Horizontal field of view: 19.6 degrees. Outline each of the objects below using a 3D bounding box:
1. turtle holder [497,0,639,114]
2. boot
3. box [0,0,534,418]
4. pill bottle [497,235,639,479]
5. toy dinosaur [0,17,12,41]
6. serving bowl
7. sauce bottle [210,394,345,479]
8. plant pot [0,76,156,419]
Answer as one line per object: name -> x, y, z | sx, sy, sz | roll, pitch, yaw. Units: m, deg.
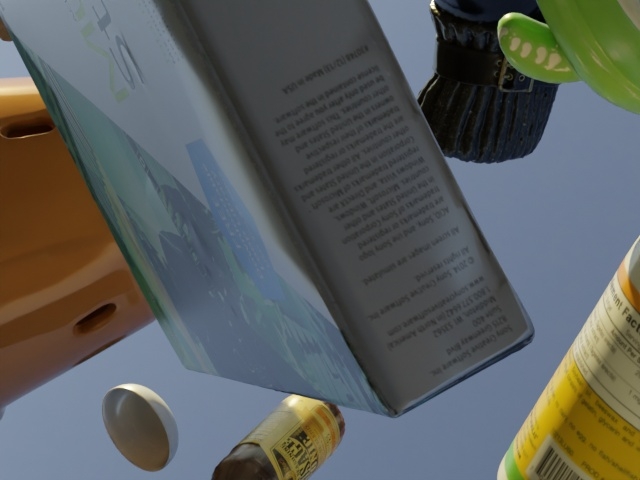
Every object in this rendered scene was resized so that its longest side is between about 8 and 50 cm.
turtle holder -> 0.239, -0.179, 1.091 | 0.227, 0.243, 0.320 | -9, -103, 43
boot -> 0.126, -0.211, 1.804 | 0.260, 0.348, 0.131 | -62, -144, 28
box -> -0.051, -0.059, 0.656 | 0.232, 0.058, 0.322 | 63, -12, -5
pill bottle -> 0.215, 0.075, 1.059 | 0.136, 0.136, 0.245 | 50, -59, 41
toy dinosaur -> -0.197, -0.249, 1.266 | 0.295, 0.200, 0.127 | -48, -136, -11
serving bowl -> -0.153, 0.160, 1.616 | 0.083, 0.027, 0.083 | 24, -50, 33
sauce bottle -> -0.031, 0.124, 0.980 | 0.042, 0.128, 0.042 | 14, -59, 24
plant pot -> -0.248, -0.004, 1.429 | 0.203, 0.291, 0.291 | -16, -119, -1
